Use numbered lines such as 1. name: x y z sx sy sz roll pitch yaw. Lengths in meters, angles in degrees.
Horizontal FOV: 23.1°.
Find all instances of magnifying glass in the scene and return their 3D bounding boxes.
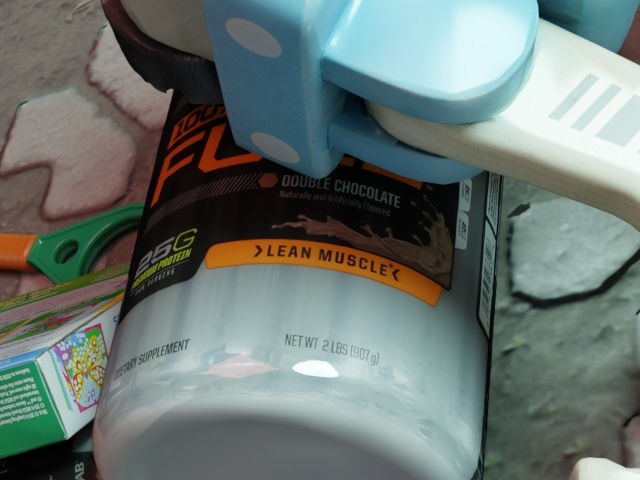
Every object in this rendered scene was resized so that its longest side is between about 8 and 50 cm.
1. magnifying glass: -0.192 0.012 1.162 0.231 0.026 0.092 4 57 35

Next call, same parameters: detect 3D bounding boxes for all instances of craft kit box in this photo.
1. craft kit box: -0.209 0.083 0.987 0.250 0.061 0.246 -17 12 24

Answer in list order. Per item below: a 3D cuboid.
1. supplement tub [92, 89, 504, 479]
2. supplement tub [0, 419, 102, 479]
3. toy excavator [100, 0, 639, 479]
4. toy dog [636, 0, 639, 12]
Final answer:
1. supplement tub: 0.000 0.000 0.899 0.207 0.207 0.338 -13 48 26
2. supplement tub: -0.170 0.168 0.938 0.190 0.117 0.117 -17 46 23
3. toy excavator: 0.085 -0.093 0.703 0.445 0.222 0.433 22 70 13
4. toy dog: 0.313 -0.222 0.867 0.395 0.284 0.408 4 56 15
